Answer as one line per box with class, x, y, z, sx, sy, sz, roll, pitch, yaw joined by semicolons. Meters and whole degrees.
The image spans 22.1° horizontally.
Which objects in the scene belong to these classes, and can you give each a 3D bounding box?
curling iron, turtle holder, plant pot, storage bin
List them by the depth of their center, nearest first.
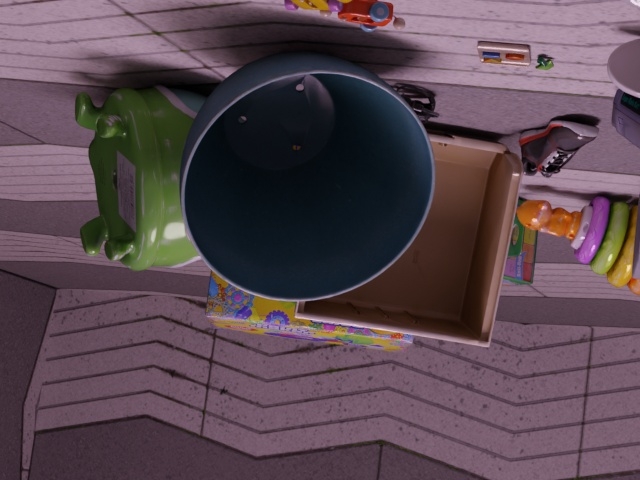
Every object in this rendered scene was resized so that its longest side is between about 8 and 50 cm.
plant pot;-0.031;-0.103;1.907;0.290;0.290;0.195;11;-153;-19
curling iron;0.020;-0.170;2.052;0.274;0.035;0.068;3;162;28
storage bin;0.107;-0.018;2.148;0.262;0.260;0.123;9;-172;-11
turtle holder;-0.199;-0.078;2.160;0.227;0.243;0.320;-6;169;-20

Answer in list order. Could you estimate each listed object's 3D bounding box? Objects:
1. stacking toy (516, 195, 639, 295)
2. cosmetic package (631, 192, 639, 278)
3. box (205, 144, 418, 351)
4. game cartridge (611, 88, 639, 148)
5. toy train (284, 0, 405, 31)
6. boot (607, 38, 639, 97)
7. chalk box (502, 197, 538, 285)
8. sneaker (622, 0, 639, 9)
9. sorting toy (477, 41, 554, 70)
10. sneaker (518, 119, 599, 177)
stacking toy;0.436;-0.002;2.453;0.301;0.166;0.175;19;155;-1
cosmetic package;0.550;-0.015;2.253;0.224;0.138;0.225;6;172;10
box;0.000;0.000;2.331;0.289;0.279;0.177;8;171;0
game cartridge;0.444;-0.106;1.715;0.230;0.068;0.355;12;-168;-4
toy train;0.032;-0.245;1.578;0.125;0.046;0.166;7;174;-6
boot;0.387;-0.164;1.693;0.190;0.069;0.086;6;170;2
chalk box;0.255;-0.003;2.564;0.132;0.132;0.213;15;169;-36
sneaker;0.281;-0.234;1.486;0.043;0.040;0.109;21;179;45
sorting toy;0.213;-0.199;1.790;0.083;0.012;0.062;6;170;10
sneaker;0.303;-0.112;2.081;0.061;0.065;0.158;10;170;-18
